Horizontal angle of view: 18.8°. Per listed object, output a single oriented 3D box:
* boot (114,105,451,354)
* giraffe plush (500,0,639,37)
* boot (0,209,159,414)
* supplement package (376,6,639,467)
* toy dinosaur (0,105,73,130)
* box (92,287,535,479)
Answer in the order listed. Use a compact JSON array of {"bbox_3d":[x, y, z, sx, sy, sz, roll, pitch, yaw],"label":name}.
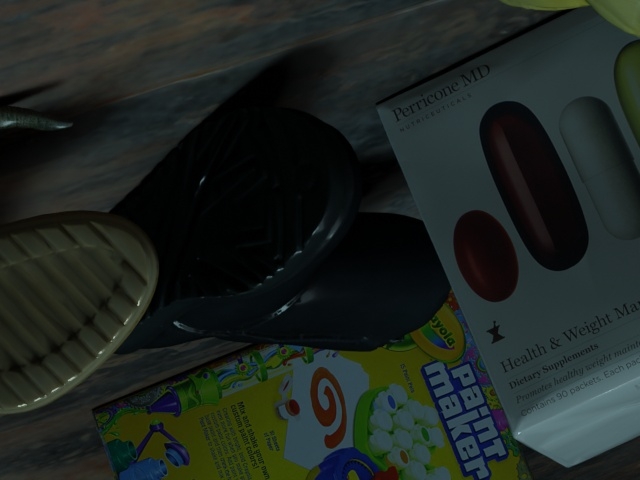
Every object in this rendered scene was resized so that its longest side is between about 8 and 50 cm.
[{"bbox_3d":[0.000,0.000,1.083,0.207,0.094,0.246,0,159,-39],"label":"boot"},{"bbox_3d":[0.131,-0.170,0.708,0.170,0.210,0.181,-50,159,-8],"label":"giraffe plush"},{"bbox_3d":[-0.175,0.042,1.014,0.248,0.090,0.207,-31,-174,13],"label":"boot"},{"bbox_3d":[0.169,-0.011,1.079,0.194,0.203,0.149,-26,160,11],"label":"supplement package"},{"bbox_3d":[-0.247,0.015,0.829,0.314,0.121,0.160,-12,173,-14],"label":"toy dinosaur"},{"bbox_3d":[0.024,0.221,1.412,0.279,0.290,0.177,-21,161,1],"label":"box"}]
